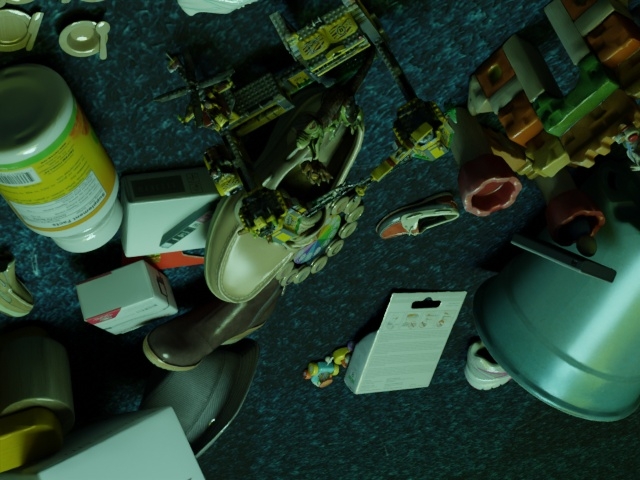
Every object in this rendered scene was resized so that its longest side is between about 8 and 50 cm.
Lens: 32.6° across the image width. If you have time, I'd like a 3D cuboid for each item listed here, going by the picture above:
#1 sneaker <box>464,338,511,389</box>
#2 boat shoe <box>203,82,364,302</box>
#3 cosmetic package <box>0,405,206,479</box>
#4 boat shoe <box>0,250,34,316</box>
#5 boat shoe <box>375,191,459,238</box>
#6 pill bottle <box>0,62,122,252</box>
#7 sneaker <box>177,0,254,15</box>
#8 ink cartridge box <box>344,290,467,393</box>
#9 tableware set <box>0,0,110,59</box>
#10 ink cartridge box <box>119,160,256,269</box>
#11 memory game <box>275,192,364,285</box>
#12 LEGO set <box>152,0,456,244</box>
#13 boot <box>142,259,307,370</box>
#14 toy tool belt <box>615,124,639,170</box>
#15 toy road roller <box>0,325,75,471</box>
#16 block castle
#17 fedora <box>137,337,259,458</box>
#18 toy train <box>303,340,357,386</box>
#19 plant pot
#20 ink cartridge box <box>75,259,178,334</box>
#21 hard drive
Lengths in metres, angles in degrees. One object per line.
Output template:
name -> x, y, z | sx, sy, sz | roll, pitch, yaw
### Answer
sneaker -> 0.405, 0.219, 2.192 | 0.252, 0.103, 0.111 | -22, 149, 4
boat shoe -> -0.053, -0.046, 1.471 | 0.122, 0.110, 0.341 | 17, 113, -29
cosmetic package -> -0.378, 0.396, 1.786 | 0.230, 0.161, 0.453 | -24, -179, -29
boat shoe -> -0.456, 0.047, 1.544 | 0.072, 0.068, 0.190 | -37, 145, 5
boat shoe -> 0.155, -0.032, 1.754 | 0.137, 0.043, 0.049 | -23, 149, 8
pill bottle -> -0.329, -0.089, 1.339 | 0.136, 0.136, 0.245 | -19, 147, 0
sneaker -> -0.092, -0.292, 1.248 | 0.152, 0.053, 0.061 | -7, 155, -7
ink cartridge box -> 0.157, 0.180, 2.050 | 0.181, 0.056, 0.224 | 0, 119, -34
tableware set -> -0.298, -0.257, 1.215 | 0.169, 0.020, 0.141 | -5, 145, -21
ink cartridge box -> -0.155, -0.016, 1.607 | 0.275, 0.060, 0.239 | -8, 144, -17
memory game -> 0.000, 0.000, 1.674 | 0.186, 0.012, 0.186 | -39, 159, -18
LEGO set -> -0.019, -0.153, 1.293 | 0.331, 0.254, 0.192 | -21, 166, 13
boot -> -0.149, 0.100, 1.718 | 0.207, 0.090, 0.248 | -49, 161, 29
toy tool belt -> 0.407, -0.110, 1.369 | 0.052, 0.051, 0.083 | -35, 147, 19
toy road roller -> -0.552, 0.217, 1.628 | 0.330, 0.202, 0.240 | -16, 136, -4
block castle -> 0.416, -0.182, 1.511 | 0.303, 0.212, 0.453 | 16, 134, -41
fedora -> -0.229, 0.255, 1.859 | 0.124, 0.243, 0.275 | 31, 141, -15
toy train -> 0.052, 0.249, 2.109 | 0.166, 0.046, 0.125 | -27, 146, 12
plant pot -> 0.484, 0.066, 1.830 | 0.341, 0.341, 0.334 | 4, 133, -31
ink cartridge box -> -0.289, 0.088, 1.649 | 0.109, 0.063, 0.150 | -20, 167, 2
hard drive -> 0.365, 0.024, 1.648 | 0.094, 0.135, 0.022 | 16, 98, -43
